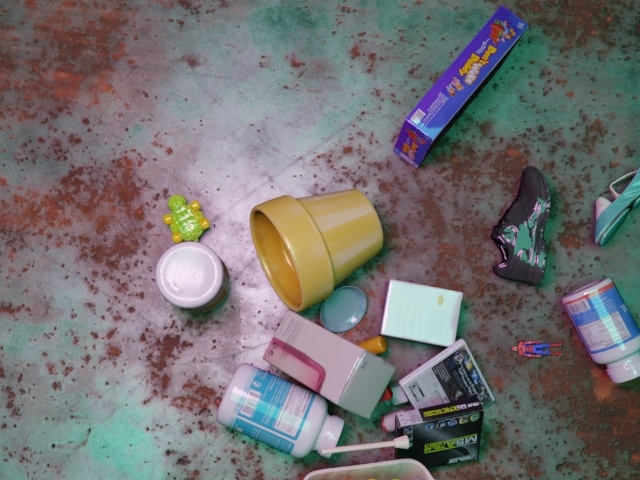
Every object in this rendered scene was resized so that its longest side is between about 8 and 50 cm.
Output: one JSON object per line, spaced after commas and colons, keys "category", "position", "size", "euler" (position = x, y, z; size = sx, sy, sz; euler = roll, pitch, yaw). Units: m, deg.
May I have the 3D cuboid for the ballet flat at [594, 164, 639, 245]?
{"category": "ballet flat", "position": [0.720, -0.091, 1.681], "size": [0.247, 0.083, 0.087], "euler": [-44, 60, -8]}

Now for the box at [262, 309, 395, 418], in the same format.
{"category": "box", "position": [0.017, 0.266, 1.509], "size": [0.232, 0.148, 0.126], "euler": [23, 80, 41]}

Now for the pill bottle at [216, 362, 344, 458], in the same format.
{"category": "pill bottle", "position": [-0.085, 0.385, 1.541], "size": [0.264, 0.146, 0.146], "euler": [24, 81, 2]}

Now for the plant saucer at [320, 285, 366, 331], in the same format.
{"category": "plant saucer", "position": [0.050, 0.156, 1.619], "size": [0.119, 0.021, 0.119], "euler": [-11, 117, -23]}

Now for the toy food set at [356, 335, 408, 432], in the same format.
{"category": "toy food set", "position": [0.130, 0.347, 1.580], "size": [0.104, 0.111, 0.232], "euler": [-24, 92, 26]}

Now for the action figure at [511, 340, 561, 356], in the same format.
{"category": "action figure", "position": [0.506, 0.255, 1.636], "size": [0.115, 0.030, 0.038], "euler": [0, 86, 1]}

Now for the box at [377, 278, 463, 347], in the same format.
{"category": "box", "position": [0.228, 0.171, 1.611], "size": [0.171, 0.091, 0.130], "euler": [11, 80, 1]}

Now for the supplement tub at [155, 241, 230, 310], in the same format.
{"category": "supplement tub", "position": [-0.280, 0.086, 1.559], "size": [0.144, 0.199, 0.144], "euler": [0, 80, -1]}

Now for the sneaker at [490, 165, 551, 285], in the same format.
{"category": "sneaker", "position": [0.471, -0.040, 1.648], "size": [0.130, 0.109, 0.286], "euler": [6, 79, 6]}

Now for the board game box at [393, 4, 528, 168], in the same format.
{"category": "board game box", "position": [0.318, -0.348, 1.627], "size": [0.078, 0.233, 0.347], "euler": [39, 82, 5]}

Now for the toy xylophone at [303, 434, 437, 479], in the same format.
{"category": "toy xylophone", "position": [0.091, 0.528, 1.487], "size": [0.323, 0.236, 0.081], "euler": [-10, 40, -7]}

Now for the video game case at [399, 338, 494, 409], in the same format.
{"category": "video game case", "position": [0.287, 0.339, 1.573], "size": [0.173, 0.022, 0.190], "euler": [-33, 114, -6]}

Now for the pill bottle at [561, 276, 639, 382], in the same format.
{"category": "pill bottle", "position": [0.659, 0.207, 1.599], "size": [0.124, 0.124, 0.221], "euler": [-25, 83, -5]}

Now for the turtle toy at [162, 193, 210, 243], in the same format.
{"category": "turtle toy", "position": [-0.321, -0.053, 1.648], "size": [0.095, 0.066, 0.130], "euler": [-27, 82, -7]}

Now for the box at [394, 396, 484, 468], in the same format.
{"category": "box", "position": [0.258, 0.431, 1.530], "size": [0.191, 0.184, 0.045], "euler": [-9, 37, -6]}

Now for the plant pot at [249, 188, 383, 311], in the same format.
{"category": "plant pot", "position": [0.000, 0.000, 1.572], "size": [0.239, 0.254, 0.254], "euler": [-23, 82, -21]}
